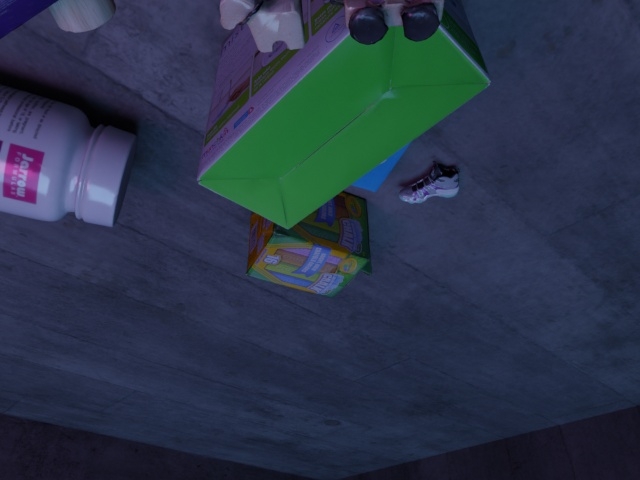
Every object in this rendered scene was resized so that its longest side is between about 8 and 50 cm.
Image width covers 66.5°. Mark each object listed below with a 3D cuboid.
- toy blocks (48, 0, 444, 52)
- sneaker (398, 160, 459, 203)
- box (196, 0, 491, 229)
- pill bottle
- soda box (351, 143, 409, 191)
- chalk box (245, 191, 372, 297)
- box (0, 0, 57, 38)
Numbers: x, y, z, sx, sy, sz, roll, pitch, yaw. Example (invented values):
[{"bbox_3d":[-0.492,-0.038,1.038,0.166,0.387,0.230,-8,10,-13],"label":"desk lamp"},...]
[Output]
[{"bbox_3d":[-0.071,-0.309,0.271,0.288,0.309,0.260,-3,147,3],"label":"toy blocks"},{"bbox_3d":[0.172,-0.097,0.770,0.098,0.038,0.069,-12,140,-1],"label":"sneaker"},{"bbox_3d":[0.004,-0.183,0.497,0.126,0.231,0.262,29,133,-33],"label":"box"},{"bbox_3d":[-0.401,-0.116,0.637,0.282,0.161,0.160,14,140,-18],"label":"pill bottle"},{"bbox_3d":[0.089,-0.163,0.656,0.071,0.067,0.210,14,140,-17],"label":"soda box"},{"bbox_3d":[0.000,0.000,0.813,0.212,0.133,0.132,15,139,-21],"label":"chalk box"},{"bbox_3d":[-0.129,-0.230,0.197,0.293,0.057,0.201,-17,109,21],"label":"box"}]
